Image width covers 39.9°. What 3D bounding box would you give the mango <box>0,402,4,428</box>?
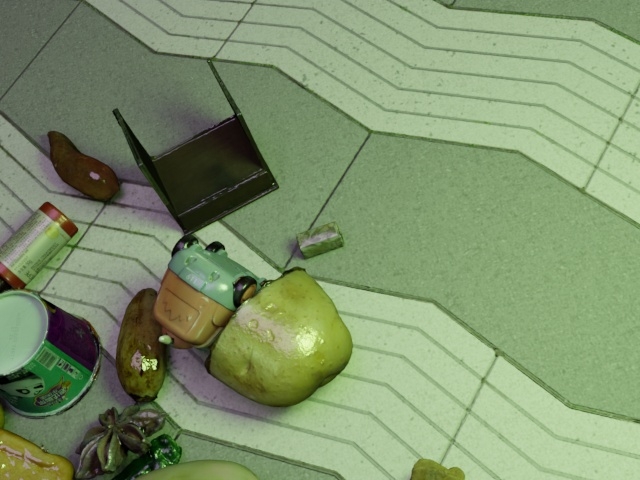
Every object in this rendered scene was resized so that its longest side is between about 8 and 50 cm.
[{"bbox_3d":[-0.746,0.376,1.875,0.137,0.098,0.195,-37,55,-2],"label":"mango"}]

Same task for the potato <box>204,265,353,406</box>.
[{"bbox_3d":[-0.062,0.209,1.728,0.242,0.243,0.285,37,61,28],"label":"potato"}]

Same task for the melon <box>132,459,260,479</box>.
[{"bbox_3d":[-0.234,0.514,1.594,0.316,0.223,0.223,-12,60,2],"label":"melon"}]

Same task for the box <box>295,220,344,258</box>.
[{"bbox_3d":[0.000,0.000,1.908,0.098,0.062,0.045,-17,63,2],"label":"box"}]

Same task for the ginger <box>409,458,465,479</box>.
[{"bbox_3d":[0.151,0.517,1.577,0.294,0.086,0.131,-45,83,-6],"label":"ginger"}]

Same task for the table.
[{"bbox_3d":[-0.271,-0.201,1.959,0.250,0.282,0.196,-27,58,-2],"label":"table"}]

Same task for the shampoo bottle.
[{"bbox_3d":[-0.694,0.042,2.039,0.104,0.104,0.278,34,75,27],"label":"shampoo bottle"}]

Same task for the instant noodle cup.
[{"bbox_3d":[-0.618,0.229,1.866,0.251,0.190,0.251,-6,60,11],"label":"instant noodle cup"}]

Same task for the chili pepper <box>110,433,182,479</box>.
[{"bbox_3d":[-0.366,0.481,1.739,0.224,0.061,0.098,-44,61,-13],"label":"chili pepper"}]

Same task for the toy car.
[{"bbox_3d":[-0.228,0.127,1.800,0.180,0.270,0.212,33,95,18],"label":"toy car"}]

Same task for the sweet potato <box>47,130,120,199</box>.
[{"bbox_3d":[-0.598,-0.184,2.147,0.291,0.097,0.097,35,75,29],"label":"sweet potato"}]

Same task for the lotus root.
[{"bbox_3d":[-0.381,0.219,1.869,0.110,0.097,0.258,-14,56,10],"label":"lotus root"}]

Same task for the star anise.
[{"bbox_3d":[-0.409,0.402,1.750,0.197,0.073,0.212,-44,27,-28],"label":"star anise"}]

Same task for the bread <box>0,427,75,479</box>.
[{"bbox_3d":[-0.660,0.529,1.697,0.337,0.148,0.328,20,51,-3],"label":"bread"}]
